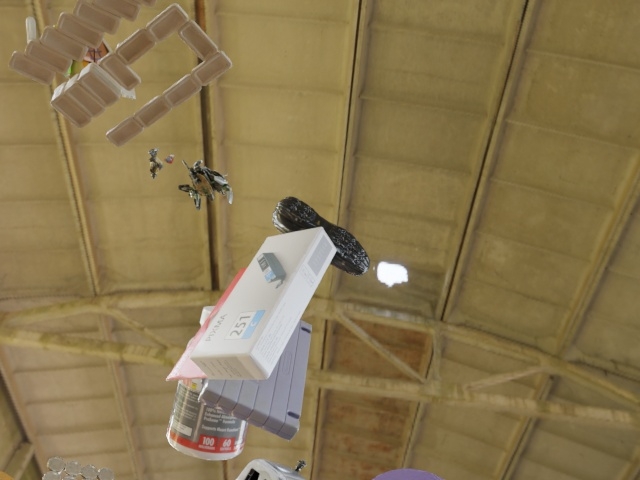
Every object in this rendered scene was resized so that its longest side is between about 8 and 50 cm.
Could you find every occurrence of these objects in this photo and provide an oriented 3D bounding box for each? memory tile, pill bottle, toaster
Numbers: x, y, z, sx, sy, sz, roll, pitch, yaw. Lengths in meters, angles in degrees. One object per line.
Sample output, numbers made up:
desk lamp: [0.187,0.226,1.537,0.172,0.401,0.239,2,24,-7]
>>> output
memory tile: [-0.523,0.528,1.319,0.147,0.113,0.012,24,-63,-23]
pill bottle: [-0.269,0.370,1.630,0.210,0.210,0.363,13,-89,-1]
toaster: [-0.111,0.547,1.263,0.129,0.227,0.146,25,-15,36]

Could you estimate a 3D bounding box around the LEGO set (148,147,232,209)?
LEGO set: [-0.108,-0.056,0.525,0.083,0.023,0.054,37,-41,-2]

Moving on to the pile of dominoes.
pile of dominoes: [-0.282,-0.258,0.871,0.251,0.040,0.196,-29,-48,19]

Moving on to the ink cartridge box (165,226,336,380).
ink cartridge box: [-0.136,0.113,1.089,0.261,0.296,0.066,-12,-55,38]

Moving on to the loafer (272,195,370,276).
loafer: [0.000,0.000,1.227,0.223,0.076,0.078,36,-45,7]

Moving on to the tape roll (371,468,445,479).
tape roll: [0.129,0.430,0.867,0.188,0.189,0.080,5,-50,5]

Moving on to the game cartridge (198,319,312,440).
game cartridge: [-0.142,0.277,1.430,0.230,0.355,0.068,23,-60,-8]

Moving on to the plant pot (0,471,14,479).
plant pot: [-0.711,0.550,1.219,0.205,0.188,0.205,-1,-93,15]

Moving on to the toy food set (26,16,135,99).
toy food set: [-0.407,-0.322,1.070,0.038,0.192,0.133,-19,-102,39]
